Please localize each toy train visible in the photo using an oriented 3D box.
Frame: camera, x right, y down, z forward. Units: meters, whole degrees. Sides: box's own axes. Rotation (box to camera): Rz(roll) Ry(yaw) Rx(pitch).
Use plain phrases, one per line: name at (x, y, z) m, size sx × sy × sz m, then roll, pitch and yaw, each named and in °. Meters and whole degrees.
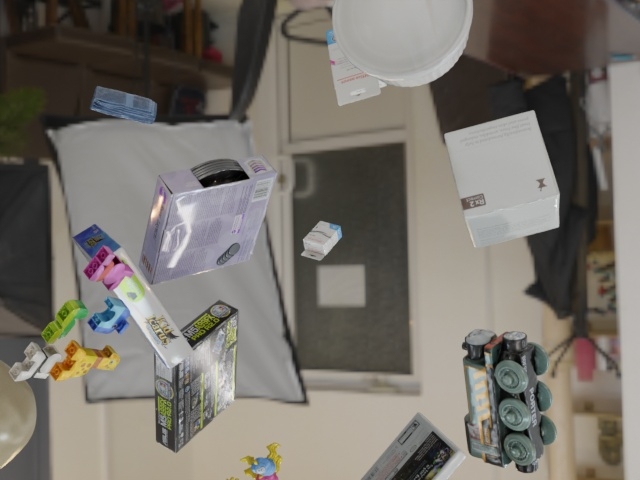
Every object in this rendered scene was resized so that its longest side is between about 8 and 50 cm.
toy train at (0.402, 0.350, 2.121) m, size 0.190 × 0.334 × 0.142 m, roll 6°, pitch -157°, yaw 41°

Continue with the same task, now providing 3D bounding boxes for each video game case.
video game case at (0.143, 0.395, 1.621) m, size 0.022 × 0.190 × 0.173 m, roll 42°, pitch 177°, yaw -20°
video game case at (-0.358, 0.099, 1.829) m, size 0.061 × 0.244 × 0.269 m, roll -35°, pitch -158°, yaw -13°

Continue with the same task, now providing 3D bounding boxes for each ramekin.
ramekin at (0.169, -0.426, 1.889) m, size 0.273 × 0.273 × 0.127 m, roll -2°, pitch 170°, yaw 17°

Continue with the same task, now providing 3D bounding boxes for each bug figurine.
bug figurine at (-0.186, 0.536, 2.102) m, size 0.279 × 0.072 × 0.216 m, roll -29°, pitch 157°, yaw 9°

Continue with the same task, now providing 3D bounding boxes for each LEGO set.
LEGO set at (-0.311, 0.128, 1.322) m, size 0.087 × 0.227 × 0.093 m, roll 46°, pitch -167°, yaw 30°

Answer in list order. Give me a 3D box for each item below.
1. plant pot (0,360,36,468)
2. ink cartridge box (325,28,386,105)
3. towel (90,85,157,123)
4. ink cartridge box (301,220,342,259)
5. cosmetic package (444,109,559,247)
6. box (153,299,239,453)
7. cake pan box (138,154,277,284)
plant pot at (-0.652, 0.329, 1.818) m, size 0.284 × 0.284 × 0.191 m, roll -3°, pitch 174°, yaw 44°
ink cartridge box at (0.081, -0.384, 2.127) m, size 0.104 × 0.181 × 0.061 m, roll -13°, pitch 165°, yaw 19°
towel at (-0.365, -0.254, 1.798) m, size 0.119 × 0.029 × 0.067 m, roll 12°, pitch -143°, yaw -15°
ink cartridge box at (0.000, 0.000, 1.889) m, size 0.048 × 0.028 × 0.083 m, roll 14°, pitch -137°, yaw 28°
cosmetic package at (0.299, -0.096, 1.582) m, size 0.151 × 0.151 × 0.184 m, roll -15°, pitch 161°, yaw 9°
box at (-0.265, 0.293, 2.080) m, size 0.060 × 0.270 × 0.216 m, roll 23°, pitch -141°, yaw 24°
cake pan box at (-0.228, -0.043, 1.944) m, size 0.245 × 0.070 × 0.267 m, roll -17°, pitch 143°, yaw -35°
